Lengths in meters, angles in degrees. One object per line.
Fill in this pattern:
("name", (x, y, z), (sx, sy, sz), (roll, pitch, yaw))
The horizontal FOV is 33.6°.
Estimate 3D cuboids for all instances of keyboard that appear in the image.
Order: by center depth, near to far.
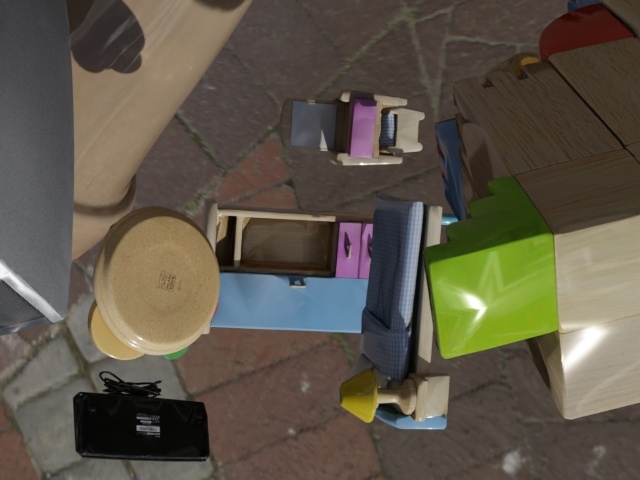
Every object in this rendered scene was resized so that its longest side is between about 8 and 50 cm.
("keyboard", (-0.213, 0.211, 1.247), (0.192, 0.038, 0.100), (16, 64, -46))

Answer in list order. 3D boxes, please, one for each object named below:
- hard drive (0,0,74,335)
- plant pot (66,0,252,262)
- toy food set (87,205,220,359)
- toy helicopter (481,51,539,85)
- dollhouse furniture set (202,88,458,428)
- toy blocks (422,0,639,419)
("hard drive", (-0.178, -0.071, 0.369), (0.171, 0.255, 0.054), (-13, 146, -1))
("plant pot", (-0.176, -0.152, 0.727), (0.229, 0.263, 0.263), (-39, 109, 15))
("toy food set", (-0.088, 0.023, 0.575), (0.082, 0.020, 0.083), (1, 85, -42))
("toy helicopter", (0.277, -0.028, 0.942), (0.355, 0.140, 0.235), (36, 65, -14))
("dollhouse furniture set", (0.000, 0.000, 0.974), (0.198, 0.303, 0.287), (3, 97, -11))
("toy blocks", (0.210, -0.064, 0.530), (0.381, 0.261, 0.191), (-14, 123, -3))
